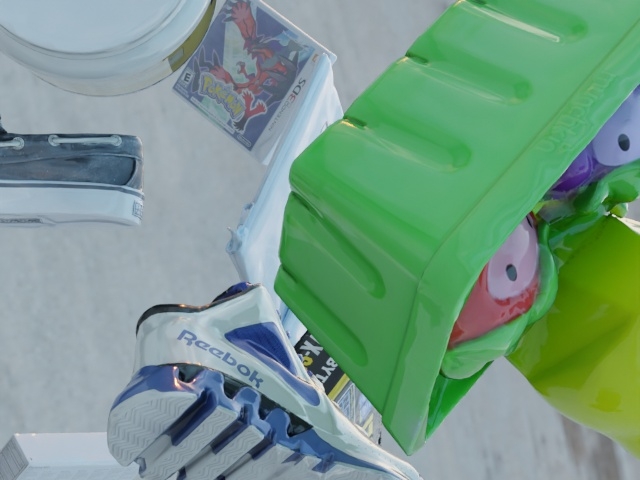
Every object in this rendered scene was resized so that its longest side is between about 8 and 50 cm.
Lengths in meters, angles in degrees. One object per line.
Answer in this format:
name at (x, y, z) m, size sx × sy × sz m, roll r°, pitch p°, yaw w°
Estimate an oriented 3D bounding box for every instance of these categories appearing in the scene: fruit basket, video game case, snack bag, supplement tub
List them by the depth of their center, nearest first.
fruit basket at (0.194, 0.011, 1.116) m, size 0.283 × 0.392 × 0.392 m, roll 100°, pitch -11°, yaw -54°
supplement tub at (-0.214, -0.262, 1.389) m, size 0.331 × 0.241 × 0.241 m, roll -156°, pitch -127°, yaw -85°
snack bag at (0.000, 0.000, 1.698) m, size 0.342 × 0.037 × 0.323 m, roll 72°, pitch 32°, yaw -45°
video game case at (-0.097, -0.234, 2.078) m, size 0.201 × 0.183 × 0.023 m, roll 40°, pitch 14°, yaw 28°

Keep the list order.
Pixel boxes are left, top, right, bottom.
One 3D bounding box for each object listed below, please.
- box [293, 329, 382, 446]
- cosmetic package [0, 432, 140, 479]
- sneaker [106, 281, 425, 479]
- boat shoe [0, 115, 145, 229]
box at (-0.029, 0.268, 1.529) m, size 0.257 × 0.079 × 0.322 m, roll -51°, pitch 152°, yaw -39°
cosmetic package at (-0.368, 0.329, 2.154) m, size 0.239 × 0.099 × 0.060 m, roll 9°, pitch 40°, yaw -51°
sneaker at (-0.036, 0.132, 1.230) m, size 0.315 × 0.127 × 0.182 m, roll 32°, pitch 35°, yaw -32°
boat shoe at (-0.311, -0.070, 1.355) m, size 0.108 × 0.301 × 0.102 m, roll 126°, pitch -34°, yaw -77°
